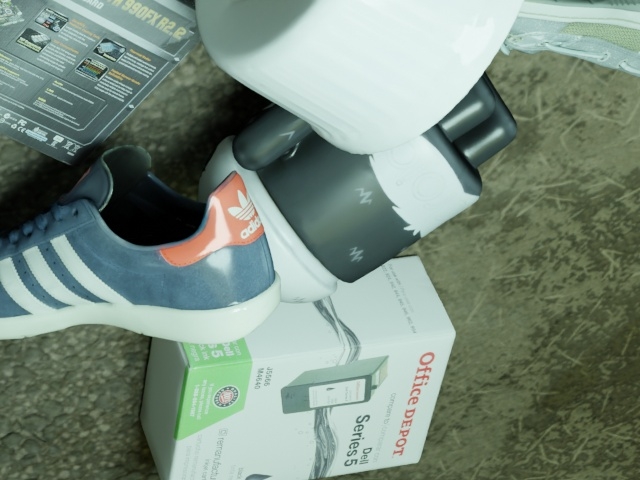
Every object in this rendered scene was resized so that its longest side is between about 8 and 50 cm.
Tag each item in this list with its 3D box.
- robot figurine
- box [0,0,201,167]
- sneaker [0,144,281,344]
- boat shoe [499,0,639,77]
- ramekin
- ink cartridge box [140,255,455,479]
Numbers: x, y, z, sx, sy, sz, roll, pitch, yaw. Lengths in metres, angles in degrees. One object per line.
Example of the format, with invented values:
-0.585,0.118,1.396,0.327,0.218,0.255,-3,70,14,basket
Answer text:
0.026,-0.066,1.687,0.278,0.173,0.209,-34,111,10,robot figurine
-0.225,-0.170,1.535,0.183,0.056,0.231,-44,138,21,box
-0.204,-0.006,1.627,0.350,0.131,0.148,-1,115,17,sneaker
0.207,-0.193,1.682,0.320,0.118,0.103,0,129,-35,boat shoe
0.026,-0.217,1.458,0.135,0.277,0.277,24,120,-32,ramekin
-0.024,0.134,1.908,0.272,0.115,0.198,-7,136,-19,ink cartridge box
